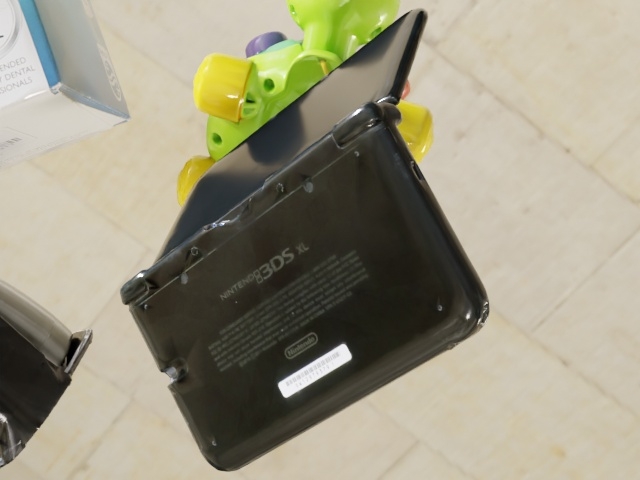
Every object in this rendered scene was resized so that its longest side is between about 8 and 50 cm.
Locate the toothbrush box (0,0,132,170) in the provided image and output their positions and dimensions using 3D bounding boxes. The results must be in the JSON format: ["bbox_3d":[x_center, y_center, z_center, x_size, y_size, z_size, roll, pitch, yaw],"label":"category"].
[{"bbox_3d":[-0.240,-0.157,0.569,0.126,0.216,0.296,24,-133,-85],"label":"toothbrush box"}]

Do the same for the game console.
[{"bbox_3d":[0.000,0.000,0.431,0.071,0.122,0.107,-15,-106,-53],"label":"game console"}]

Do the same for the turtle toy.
[{"bbox_3d":[-0.001,-0.055,0.521,0.095,0.130,0.066,15,-142,1],"label":"turtle toy"}]

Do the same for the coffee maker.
[{"bbox_3d":[-0.267,0.069,0.900,0.178,0.120,0.171,44,-158,-19],"label":"coffee maker"}]
